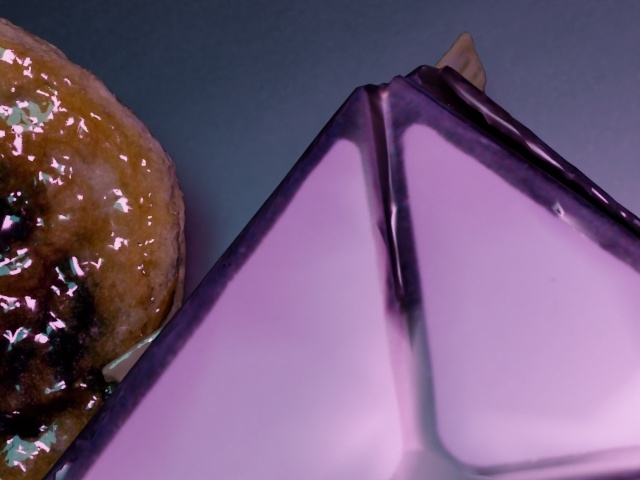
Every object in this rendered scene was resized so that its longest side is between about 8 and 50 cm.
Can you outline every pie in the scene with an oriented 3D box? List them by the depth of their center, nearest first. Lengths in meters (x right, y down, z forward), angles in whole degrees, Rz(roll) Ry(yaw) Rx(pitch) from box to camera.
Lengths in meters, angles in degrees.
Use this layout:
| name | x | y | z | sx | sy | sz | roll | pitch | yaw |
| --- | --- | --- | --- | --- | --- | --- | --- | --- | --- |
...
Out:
| name | x | y | z | sx | sy | sz | roll | pitch | yaw |
| --- | --- | --- | --- | --- | --- | --- | --- | --- | --- |
| pie | -0.223 | 0.029 | 0.997 | 0.323 | 0.070 | 0.323 | -1 | 95 | -10 |

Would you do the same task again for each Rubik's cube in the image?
| name | x | y | z | sx | sy | sz | roll | pitch | yaw |
| --- | --- | --- | --- | --- | --- | --- | --- | --- | --- |
| Rubik's cube | 0.074 | 0.140 | 0.866 | 0.307 | 0.305 | 0.310 | 37 | 85 | 18 |

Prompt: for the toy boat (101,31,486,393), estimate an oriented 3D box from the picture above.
| name | x | y | z | sx | sy | sz | roll | pitch | yaw |
| --- | --- | --- | --- | --- | --- | --- | --- | --- | --- |
| toy boat | 0.000 | 0.000 | 1.008 | 0.055 | 0.093 | 0.293 | 43 | 75 | 14 |
